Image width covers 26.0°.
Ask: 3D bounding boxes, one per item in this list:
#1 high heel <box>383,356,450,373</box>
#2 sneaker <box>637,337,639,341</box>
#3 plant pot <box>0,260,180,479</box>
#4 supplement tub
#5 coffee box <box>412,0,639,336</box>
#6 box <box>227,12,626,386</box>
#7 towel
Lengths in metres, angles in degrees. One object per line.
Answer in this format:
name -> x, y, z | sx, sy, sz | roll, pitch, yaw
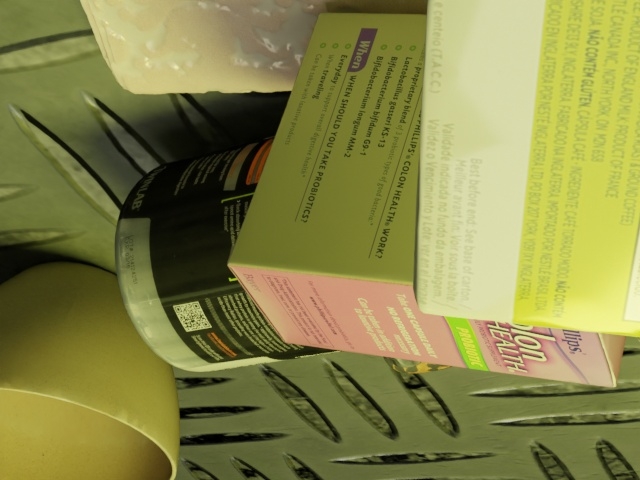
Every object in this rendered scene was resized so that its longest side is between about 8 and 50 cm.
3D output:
high heel -> 0.184, 0.079, 1.391 | 0.261, 0.093, 0.186 | -10, 168, 8
sneaker -> 0.316, 0.018, 1.228 | 0.083, 0.084, 0.215 | 11, 138, -4
plant pot -> -0.275, 0.136, 1.471 | 0.284, 0.191, 0.284 | 7, 148, 4
supplement tub -> 0.000, 0.000, 1.172 | 0.316, 0.193, 0.193 | -11, 143, 32
coffee box -> 0.226, -0.180, 0.592 | 0.334, 0.337, 0.338 | 5, 128, 8
box -> 0.094, -0.034, 0.937 | 0.243, 0.213, 0.117 | 5, 151, 25
towel -> -0.029, -0.209, 0.975 | 0.332, 0.053, 0.317 | 2, 148, 14
